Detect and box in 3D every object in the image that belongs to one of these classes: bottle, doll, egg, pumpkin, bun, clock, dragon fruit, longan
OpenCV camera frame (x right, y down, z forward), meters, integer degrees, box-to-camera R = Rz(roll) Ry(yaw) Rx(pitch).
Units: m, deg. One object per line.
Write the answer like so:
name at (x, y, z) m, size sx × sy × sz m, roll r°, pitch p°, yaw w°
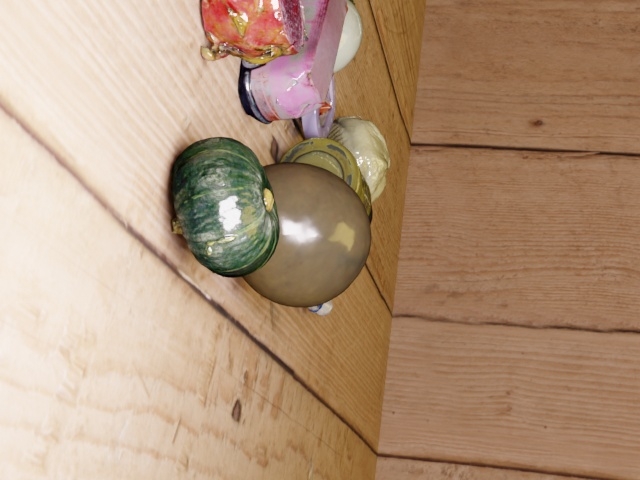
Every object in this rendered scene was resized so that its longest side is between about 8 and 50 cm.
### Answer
bottle at (0.025, -0.081, 2.340) m, size 0.351 × 0.171 × 0.172 m, roll 47°, pitch 47°, yaw -73°
doll at (-0.021, 0.105, 2.468) m, size 0.227 × 0.057 × 0.114 m, roll 67°, pitch 22°, yaw -46°
egg at (0.003, -0.396, 2.192) m, size 0.209 × 0.151 × 0.151 m, roll -67°, pitch 158°, yaw -52°
pumpkin at (-0.142, -0.044, 1.638) m, size 0.211 × 0.152 × 0.212 m, roll -14°, pitch 90°, yaw -73°
bun at (0.091, -0.178, 2.573) m, size 0.220 × 0.134 × 0.221 m, roll 177°, pitch -90°, yaw -72°
clock at (-0.013, -0.297, 2.351) m, size 0.172 × 0.064 × 0.198 m, roll 53°, pitch 42°, yaw -72°
dragon fruit at (-0.109, -0.366, 1.757) m, size 0.282 × 0.147 × 0.211 m, roll 55°, pitch 31°, yaw -76°
longan at (-0.041, -0.013, 1.928) m, size 0.258 × 0.258 × 0.258 m, roll 4°, pitch 90°, yaw -78°

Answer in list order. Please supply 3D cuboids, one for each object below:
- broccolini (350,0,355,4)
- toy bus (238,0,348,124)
broccolini at (0.041, -0.543, 2.539) m, size 0.271 × 0.062 × 0.123 m, roll -28°, pitch 106°, yaw -82°
toy bus at (-0.046, -0.350, 1.997) m, size 0.127 × 0.147 × 0.303 m, roll 60°, pitch 33°, yaw -50°
